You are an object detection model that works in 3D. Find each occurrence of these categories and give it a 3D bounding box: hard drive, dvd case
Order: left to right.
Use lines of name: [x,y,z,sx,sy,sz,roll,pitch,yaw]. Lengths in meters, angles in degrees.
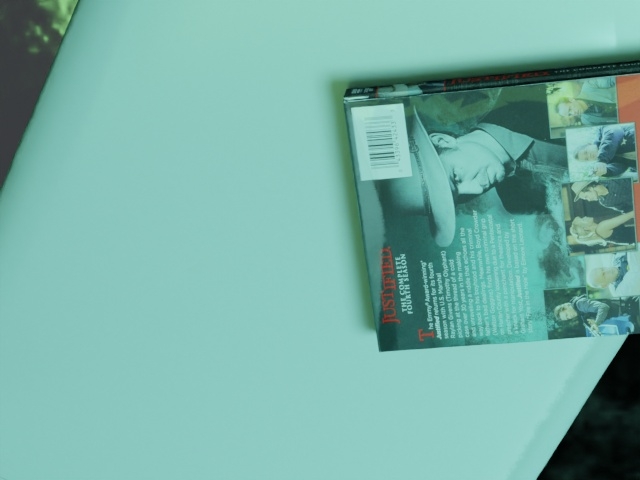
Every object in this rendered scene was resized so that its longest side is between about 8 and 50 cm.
hard drive: [0.000,0.000,0.545,0.203,0.040,0.307,25,115,-4]
dvd case: [0.071,-0.010,0.501,0.119,0.013,0.087,-6,113,8]
